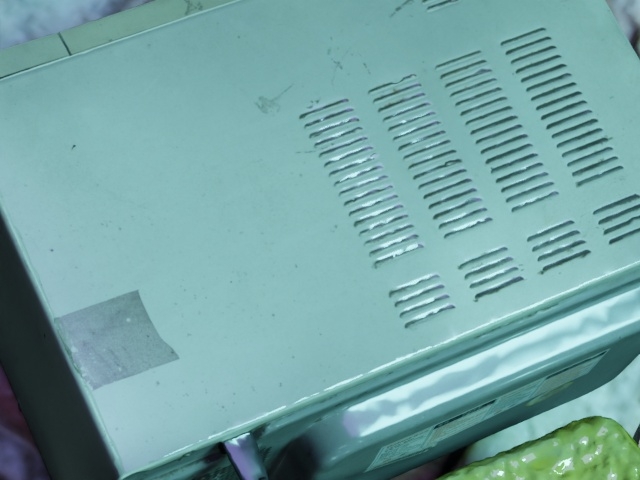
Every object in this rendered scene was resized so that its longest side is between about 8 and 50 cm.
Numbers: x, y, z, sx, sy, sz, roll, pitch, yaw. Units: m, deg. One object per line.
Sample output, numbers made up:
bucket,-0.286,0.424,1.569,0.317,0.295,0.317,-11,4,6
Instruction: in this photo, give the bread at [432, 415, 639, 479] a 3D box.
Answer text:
bread,0.083,0.140,0.703,0.114,0.111,0.129,-13,49,-12

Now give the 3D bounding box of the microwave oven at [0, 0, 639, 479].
microwave oven,0.000,0.000,0.725,0.241,0.145,0.194,-21,76,-19
